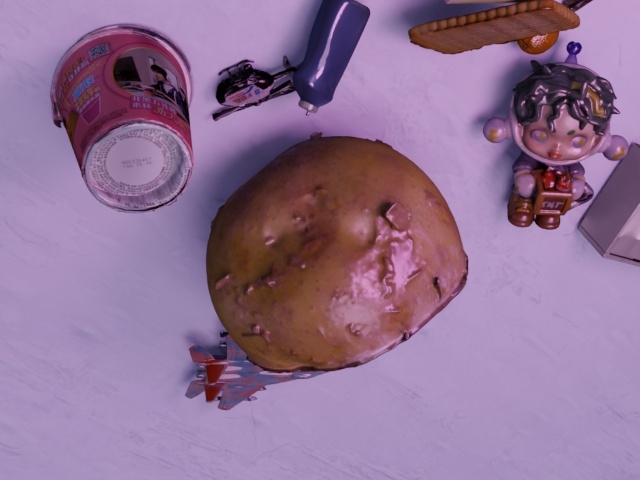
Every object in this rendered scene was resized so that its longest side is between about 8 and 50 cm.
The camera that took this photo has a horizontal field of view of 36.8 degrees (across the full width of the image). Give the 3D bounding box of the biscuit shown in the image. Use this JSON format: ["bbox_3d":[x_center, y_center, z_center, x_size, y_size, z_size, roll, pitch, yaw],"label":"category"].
[{"bbox_3d":[0.286,-0.355,1.597,0.255,0.029,0.172,-6,178,31],"label":"biscuit"}]

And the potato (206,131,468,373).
[{"bbox_3d":[0.000,0.000,1.665,0.442,0.385,0.319,-34,116,-8],"label":"potato"}]

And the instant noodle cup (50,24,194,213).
[{"bbox_3d":[-0.296,-0.178,1.497,0.244,0.255,0.243,-8,128,-11],"label":"instant noodle cup"}]

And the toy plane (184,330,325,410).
[{"bbox_3d":[-0.115,0.261,1.991,0.327,0.104,0.222,-6,128,-21],"label":"toy plane"}]

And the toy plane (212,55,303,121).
[{"bbox_3d":[-0.102,-0.267,1.635,0.197,0.053,0.078,-22,138,-2],"label":"toy plane"}]

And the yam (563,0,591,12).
[{"bbox_3d":[0.498,-0.452,1.732,0.129,0.033,0.027,-31,103,-1],"label":"yam"}]

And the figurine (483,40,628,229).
[{"bbox_3d":[0.435,-0.178,1.817,0.261,0.186,0.381,-2,132,-6],"label":"figurine"}]

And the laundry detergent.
[{"bbox_3d":[0.010,-0.305,1.603,0.097,0.061,0.206,3,113,-57],"label":"laundry detergent"}]

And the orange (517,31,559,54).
[{"bbox_3d":[0.387,-0.372,1.716,0.085,0.085,0.085,-10,128,-13],"label":"orange"}]

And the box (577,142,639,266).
[{"bbox_3d":[0.710,-0.065,2.040,0.225,0.117,0.225,13,119,-28],"label":"box"}]

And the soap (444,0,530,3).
[{"bbox_3d":[0.264,-0.471,1.528,0.200,0.182,0.138,-5,127,-16],"label":"soap"}]
